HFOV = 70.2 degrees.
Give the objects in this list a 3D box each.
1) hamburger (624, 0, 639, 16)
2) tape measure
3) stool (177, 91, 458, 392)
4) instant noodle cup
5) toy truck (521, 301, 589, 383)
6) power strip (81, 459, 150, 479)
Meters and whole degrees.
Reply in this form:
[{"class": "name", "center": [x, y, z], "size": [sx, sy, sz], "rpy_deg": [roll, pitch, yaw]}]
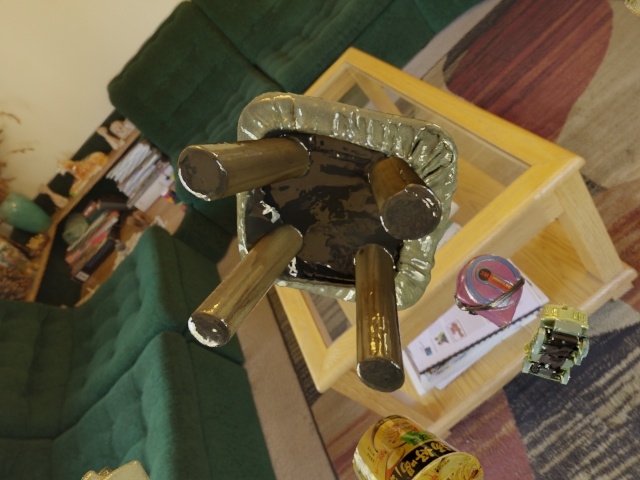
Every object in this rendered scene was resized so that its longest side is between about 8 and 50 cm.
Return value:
[{"class": "hamburger", "center": [0.288, -0.192, 0.321], "size": [0.176, 0.087, 0.102], "rpy_deg": [-26, 22, -2]}, {"class": "tape measure", "center": [0.312, 0.090, 0.853], "size": [0.118, 0.074, 0.125], "rpy_deg": [30, 73, 9]}, {"class": "stool", "center": [0.000, 0.000, 0.585], "size": [0.310, 0.310, 0.226], "rpy_deg": [12, 33, 11]}, {"class": "instant noodle cup", "center": [0.121, 0.315, 0.609], "size": [0.151, 0.151, 0.122], "rpy_deg": [-54, 33, -5]}, {"class": "toy truck", "center": [0.442, 0.182, 0.859], "size": [0.085, 0.191, 0.116], "rpy_deg": [12, 57, 21]}, {"class": "power strip", "center": [-0.113, 0.315, 0.381], "size": [0.286, 0.048, 0.080], "rpy_deg": [48, 136, 19]}]
